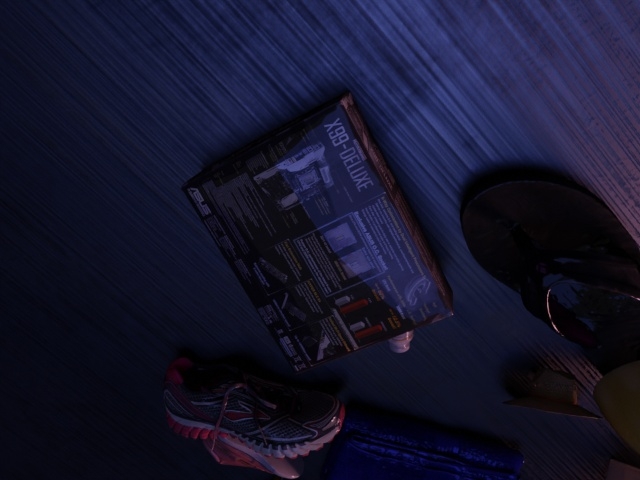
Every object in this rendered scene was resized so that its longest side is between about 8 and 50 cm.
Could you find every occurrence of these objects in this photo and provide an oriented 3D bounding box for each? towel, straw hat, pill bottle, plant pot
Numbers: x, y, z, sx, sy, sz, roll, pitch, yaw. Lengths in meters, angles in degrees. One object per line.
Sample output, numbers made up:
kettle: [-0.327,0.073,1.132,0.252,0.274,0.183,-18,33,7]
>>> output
towel: [0.160,0.410,1.018,0.307,0.076,0.228,15,119,0]
straw hat: [0.343,0.220,0.887,0.144,0.144,0.061,6,80,5]
pill bottle: [0.115,0.122,0.884,0.043,0.043,0.083,0,119,9]
plant pot: [0.448,0.235,0.802,0.134,0.095,0.134,1,133,1]

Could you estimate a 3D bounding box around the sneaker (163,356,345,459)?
sneaker: [-0.110,0.260,0.953,0.298,0.121,0.112,4,117,7]

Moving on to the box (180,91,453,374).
box: [0.000,0.000,0.791,0.242,0.076,0.308,-25,104,20]

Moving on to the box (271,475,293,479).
box: [-0.028,0.505,1.113,0.168,0.054,0.059,37,118,-12]

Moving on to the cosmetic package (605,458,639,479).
cosmetic package: [0.544,0.489,0.910,0.223,0.138,0.225,20,81,-3]

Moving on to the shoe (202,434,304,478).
shoe: [-0.118,0.368,1.051,0.177,0.064,0.081,34,133,-16]

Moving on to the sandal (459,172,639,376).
sandal: [0.364,0.079,0.784,0.445,0.107,0.167,40,118,-15]
